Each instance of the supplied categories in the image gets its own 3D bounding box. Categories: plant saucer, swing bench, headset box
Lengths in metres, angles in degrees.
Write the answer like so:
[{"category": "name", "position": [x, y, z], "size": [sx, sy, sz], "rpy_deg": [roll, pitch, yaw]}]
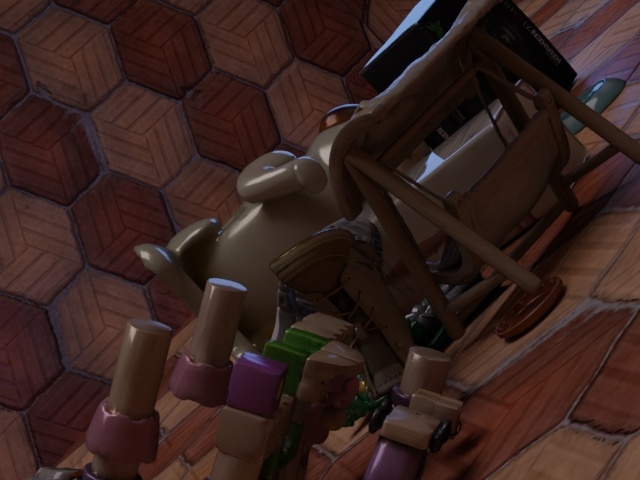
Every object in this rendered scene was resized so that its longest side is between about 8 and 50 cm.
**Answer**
[{"category": "plant saucer", "position": [0.356, -0.181, 2.365], "size": [0.119, 0.021, 0.119], "rpy_deg": [-43, 7, 6]}, {"category": "swing bench", "position": [0.162, -0.084, 1.840], "size": [0.253, 0.255, 0.165], "rpy_deg": [-44, 3, -35]}, {"category": "plant saucer", "position": [0.207, 0.068, 1.740], "size": [0.083, 0.013, 0.083], "rpy_deg": [-43, 6, 5]}, {"category": "headset box", "position": [0.217, -0.240, 2.581], "size": [0.131, 0.246, 0.283], "rpy_deg": [-39, 7, 36]}]

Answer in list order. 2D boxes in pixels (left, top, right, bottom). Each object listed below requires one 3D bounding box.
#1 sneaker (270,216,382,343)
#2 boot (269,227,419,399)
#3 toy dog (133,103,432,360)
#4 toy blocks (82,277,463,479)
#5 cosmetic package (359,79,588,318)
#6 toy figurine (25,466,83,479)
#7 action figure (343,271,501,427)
[{"category": "sneaker", "position": [-0.012, 0.104, 2.149], "size": [0.297, 0.111, 0.129], "rpy_deg": [-63, -4, 5]}, {"category": "boot", "position": [0.036, 0.078, 1.800], "size": [0.077, 0.165, 0.213], "rpy_deg": [-30, -16, 17]}, {"category": "toy dog", "position": [0.000, 0.000, 2.504], "size": [0.408, 0.284, 0.395], "rpy_deg": [-42, -11, -2]}, {"category": "toy blocks", "position": [-0.040, 0.217, 1.634], "size": [0.288, 0.309, 0.260], "rpy_deg": [-26, -47, -73]}, {"category": "cosmetic package", "position": [0.169, -0.045, 2.169], "size": [0.296, 0.129, 0.153], "rpy_deg": [-39, 7, 36]}, {"category": "toy figurine", "position": [-0.273, 0.360, 1.925], "size": [0.209, 0.213, 0.148], "rpy_deg": [-43, 16, -19]}, {"category": "action figure", "position": [0.092, 0.115, 1.945], "size": [0.232, 0.063, 0.137], "rpy_deg": [-49, 11, -18]}]
